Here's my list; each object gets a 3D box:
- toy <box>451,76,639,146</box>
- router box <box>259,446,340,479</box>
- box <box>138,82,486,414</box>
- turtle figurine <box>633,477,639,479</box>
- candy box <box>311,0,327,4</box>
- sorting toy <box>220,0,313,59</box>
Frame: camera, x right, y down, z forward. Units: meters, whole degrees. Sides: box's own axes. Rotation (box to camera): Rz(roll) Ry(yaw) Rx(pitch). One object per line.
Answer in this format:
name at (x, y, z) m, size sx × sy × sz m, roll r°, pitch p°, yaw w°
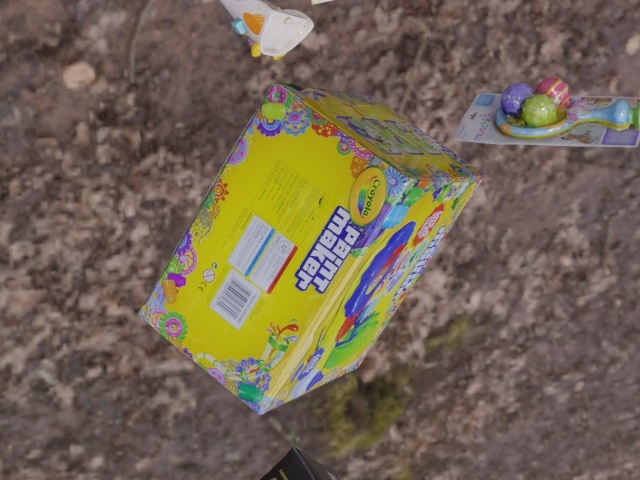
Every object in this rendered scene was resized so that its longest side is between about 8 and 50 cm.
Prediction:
toy at (0.302, -0.176, 1.440) m, size 0.237 × 0.137 × 0.056 m, roll 8°, pitch 125°, yaw 21°
router box at (-0.026, 0.375, 0.976) m, size 0.243 × 0.309 × 0.081 m, roll -44°, pitch 131°, yaw 5°
box at (0.000, 0.000, 1.213) m, size 0.290 × 0.177 × 0.279 m, roll -58°, pitch 163°, yaw 17°
turtle figurine at (0.423, 0.354, 1.101) m, size 0.266 × 0.198 × 0.275 m, roll 15°, pitch -178°, yaw 17°
candy box at (-0.002, -0.544, 1.875) m, size 0.087 × 0.183 × 0.316 m, roll -13°, pitch 172°, yaw 0°
sorting toy at (-0.059, -0.196, 0.954) m, size 0.045 × 0.075 × 0.083 m, roll -52°, pitch 163°, yaw 18°
